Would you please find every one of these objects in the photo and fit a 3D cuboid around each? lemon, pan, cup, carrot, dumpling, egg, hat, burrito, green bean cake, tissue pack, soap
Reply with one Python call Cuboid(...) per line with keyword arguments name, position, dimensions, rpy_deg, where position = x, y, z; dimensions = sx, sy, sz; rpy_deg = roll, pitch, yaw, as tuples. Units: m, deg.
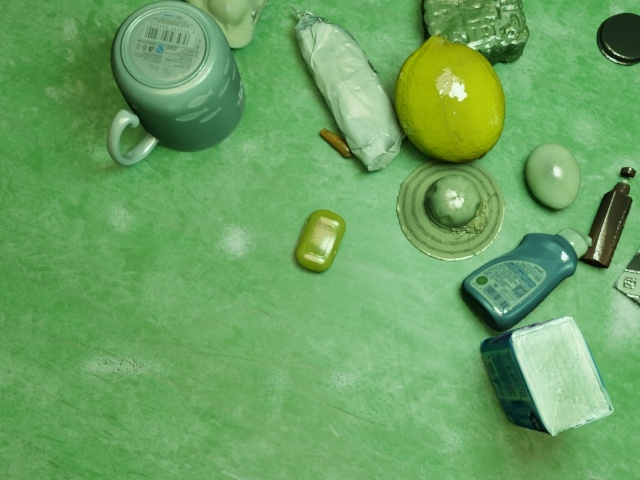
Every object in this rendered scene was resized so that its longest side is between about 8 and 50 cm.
Cuboid(name="lemon", position=(0.280, -0.296, 1.496), dimensions=(0.236, 0.236, 0.263), rpy_deg=(-24, 84, -5))
Cuboid(name="pan", position=(0.768, -0.454, 1.634), dimensions=(0.235, 0.028, 0.136), rpy_deg=(35, 81, 7))
Cuboid(name="cup", position=(-0.337, -0.318, 1.483), dimensions=(0.259, 0.274, 0.357), rpy_deg=(36, 80, 7))
Cuboid(name="carrot", position=(0.039, -0.225, 1.589), dimensions=(0.093, 0.032, 0.032), rpy_deg=(40, 81, 12))
Cuboid(name="dumpling", position=(-0.227, -0.617, 1.586), dimensions=(0.242, 0.187, 0.318), rpy_deg=(9, 82, -2))
Cuboid(name="egg", position=(0.516, -0.142, 1.528), dimensions=(0.114, 0.114, 0.152), rpy_deg=(-15, 83, -3))
Cuboid(name="hat", position=(0.296, -0.087, 1.520), dimensions=(0.252, 0.110, 0.252), rpy_deg=(0, 79, 0))
Cuboid(name="burrito", position=(0.059, -0.369, 1.581), dimensions=(0.139, 0.101, 0.445), rpy_deg=(-27, 79, -4))
Cuboid(name="green bean cake", position=(0.350, -0.504, 1.602), dimensions=(0.227, 0.125, 0.223), rpy_deg=(-11, 78, 3))
Cuboid(name="tissue pack", position=(0.437, 0.264, 1.370), dimensions=(0.146, 0.263, 0.198), rpy_deg=(-19, 79, -4))
Cuboid(name="soap", position=(0.000, 0.000, 1.534), dimensions=(0.089, 0.045, 0.140), rpy_deg=(21, 81, 7))

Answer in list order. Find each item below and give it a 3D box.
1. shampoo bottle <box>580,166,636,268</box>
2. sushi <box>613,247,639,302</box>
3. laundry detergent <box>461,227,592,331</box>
Cuboid(name="shampoo bottle", position=(0.650, -0.053, 1.537), dimensions=(0.067, 0.068, 0.236), rpy_deg=(23, 82, 4))
Cuboid(name="sushi", position=(0.834, 0.066, 1.521), dimensions=(0.264, 0.050, 0.290), rpy_deg=(37, 83, 21))
Cuboid(name="laundry detergent", position=(0.454, 0.068, 1.495), dimensions=(0.290, 0.094, 0.143), rpy_deg=(-34, 51, -9))
